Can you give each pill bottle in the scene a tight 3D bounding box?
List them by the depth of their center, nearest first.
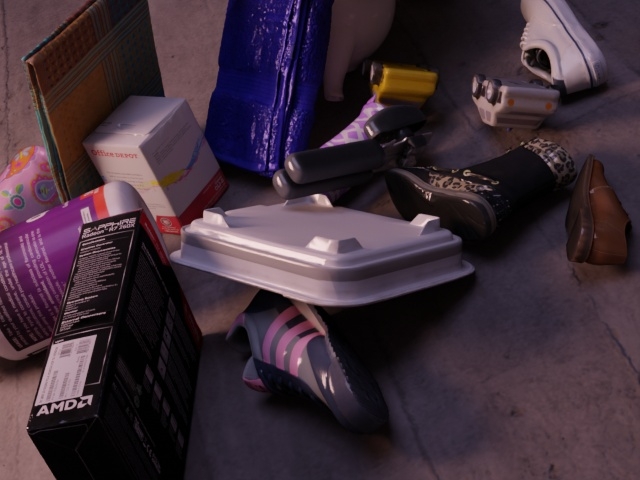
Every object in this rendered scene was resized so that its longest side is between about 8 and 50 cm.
[{"bbox_3d":[-0.383,0.053,1.811,0.323,0.181,0.181,-23,35,1],"label":"pill bottle"}]

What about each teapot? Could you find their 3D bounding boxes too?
[{"bbox_3d":[-0.003,-0.356,2.130,0.252,0.187,0.256,24,28,23],"label":"teapot"}]

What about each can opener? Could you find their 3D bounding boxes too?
[{"bbox_3d":[0.047,-0.119,1.778,0.280,0.074,0.093,-19,66,-41],"label":"can opener"}]

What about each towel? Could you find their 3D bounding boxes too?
[{"bbox_3d":[-0.335,-0.207,1.968,0.040,0.370,0.271,21,52,22],"label":"towel"},{"bbox_3d":[-0.092,-0.260,1.974,0.076,0.308,0.227,4,9,-46],"label":"towel"}]

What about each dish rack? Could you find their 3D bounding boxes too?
[{"bbox_3d":[0.000,0.000,1.634,0.333,0.072,0.285,13,18,42],"label":"dish rack"}]

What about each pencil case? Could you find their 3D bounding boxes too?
[{"bbox_3d":[0.032,-0.120,1.871,0.206,0.088,0.086,-39,-4,-24],"label":"pencil case"},{"bbox_3d":[-0.509,-0.028,2.056,0.124,0.124,0.284,1,43,31],"label":"pencil case"}]

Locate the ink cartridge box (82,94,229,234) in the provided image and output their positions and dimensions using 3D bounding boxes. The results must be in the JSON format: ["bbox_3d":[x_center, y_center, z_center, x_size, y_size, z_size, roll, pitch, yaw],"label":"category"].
[{"bbox_3d":[-0.251,-0.117,1.958,0.128,0.176,0.127,7,46,37],"label":"ink cartridge box"}]

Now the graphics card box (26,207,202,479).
[{"bbox_3d":[-0.234,0.164,1.534,0.094,0.233,0.371,-13,37,10],"label":"graphics card box"}]

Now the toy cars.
[{"bbox_3d":[0.196,-0.208,1.884,0.393,0.087,0.176,15,15,41],"label":"toy cars"}]

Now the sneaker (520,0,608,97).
[{"bbox_3d":[0.340,-0.303,1.919,0.091,0.094,0.258,-20,36,-2],"label":"sneaker"}]

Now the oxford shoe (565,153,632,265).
[{"bbox_3d":[0.351,-0.033,1.603,0.076,0.076,0.212,13,38,0],"label":"oxford shoe"}]

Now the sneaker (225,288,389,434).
[{"bbox_3d":[-0.022,0.160,1.542,0.131,0.112,0.319,-41,30,2],"label":"sneaker"}]

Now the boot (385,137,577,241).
[{"bbox_3d":[0.213,-0.078,1.724,0.178,0.085,0.236,-28,25,-22],"label":"boot"}]
